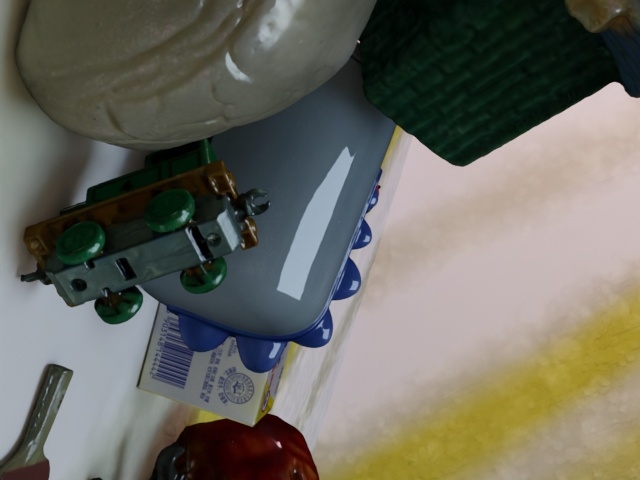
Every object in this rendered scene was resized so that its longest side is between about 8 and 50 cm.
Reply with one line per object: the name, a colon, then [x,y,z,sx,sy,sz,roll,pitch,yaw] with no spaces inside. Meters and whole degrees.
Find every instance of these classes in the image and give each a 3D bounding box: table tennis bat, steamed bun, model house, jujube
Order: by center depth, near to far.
steamed bun: [-0.064,-0.246,0.748,0.247,0.236,0.384,3,104,-78]
model house: [0.220,-0.273,0.889,0.342,0.335,0.382,-28,175,-46]
table tennis bat: [-0.298,0.241,0.927,0.138,0.022,0.247,48,62,-78]
jujube: [-0.108,0.447,1.378,0.276,0.276,0.377,77,8,-69]

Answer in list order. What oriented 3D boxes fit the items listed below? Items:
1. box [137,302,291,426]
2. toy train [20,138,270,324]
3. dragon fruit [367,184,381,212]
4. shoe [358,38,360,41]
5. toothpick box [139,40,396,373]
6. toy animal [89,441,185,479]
box: [-0.114,0.086,1.217,0.097,0.168,0.265,-30,135,-79]
toy train: [-0.153,-0.014,0.831,0.136,0.227,0.091,-100,169,-50]
dragon fruit: [-0.002,-0.089,1.379,0.273,0.218,0.198,-54,-151,28]
shoe: [0.078,-0.248,1.104,0.108,0.241,0.093,-43,-167,-28]
toothpick box: [-0.059,-0.041,1.034,0.263,0.262,0.355,69,41,-73]
toy animal: [-0.248,0.355,1.162,0.245,0.114,0.146,-38,144,-33]
